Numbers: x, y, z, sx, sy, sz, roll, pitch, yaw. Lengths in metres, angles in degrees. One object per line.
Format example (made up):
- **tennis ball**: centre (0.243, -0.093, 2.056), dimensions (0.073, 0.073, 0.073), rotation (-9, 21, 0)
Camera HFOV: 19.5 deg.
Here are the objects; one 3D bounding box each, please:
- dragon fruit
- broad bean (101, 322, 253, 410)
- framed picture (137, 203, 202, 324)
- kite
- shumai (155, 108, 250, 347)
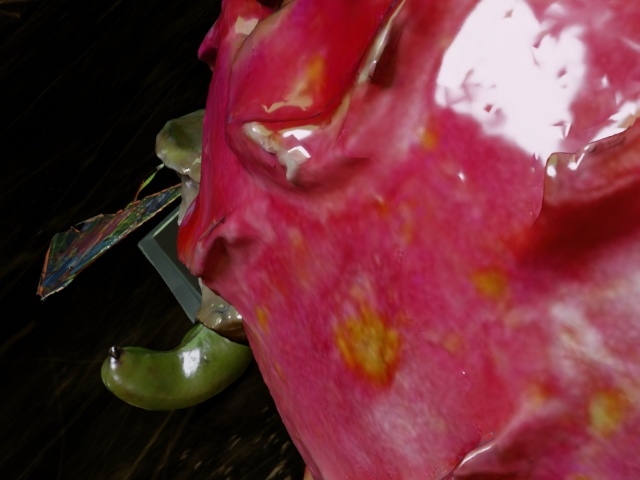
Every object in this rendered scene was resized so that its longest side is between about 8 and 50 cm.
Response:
- **dragon fruit**: centre (0.083, -0.048, 0.722), dimensions (0.386, 0.249, 0.371), rotation (-39, 17, 54)
- **broad bean**: centre (-0.041, 0.033, 1.135), dimensions (0.214, 0.070, 0.048), rotation (-38, 33, -19)
- **framed picture**: centre (-0.040, -0.034, 1.353), dimensions (0.197, 0.014, 0.252), rotation (-43, 18, -2)
- **kite**: centre (-0.177, -0.008, 1.579), dimensions (0.241, 0.014, 0.183), rotation (-23, 23, 45)
- **shumai**: centre (0.000, 0.000, 1.054), dimensions (0.201, 0.201, 0.120), rotation (-103, 22, -69)
